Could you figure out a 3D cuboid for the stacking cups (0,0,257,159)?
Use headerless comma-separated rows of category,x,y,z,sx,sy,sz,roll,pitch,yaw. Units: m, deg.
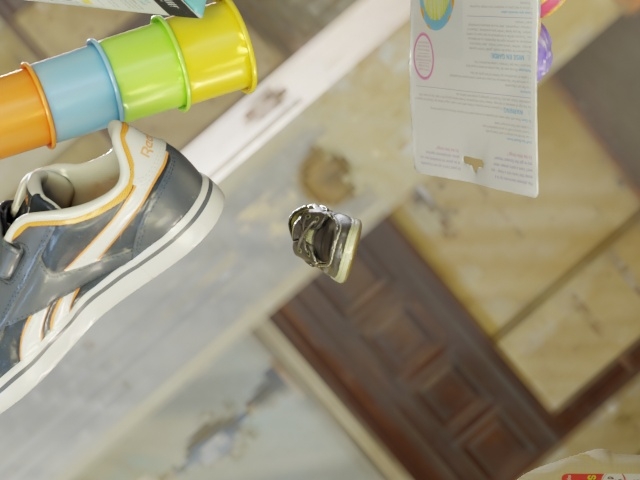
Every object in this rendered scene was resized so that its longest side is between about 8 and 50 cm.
stacking cups,-0.216,-0.124,1.612,0.096,0.316,0.096,159,90,-76

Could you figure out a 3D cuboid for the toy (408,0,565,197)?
toy,0.102,-0.151,1.031,0.137,0.056,0.237,-162,66,-64

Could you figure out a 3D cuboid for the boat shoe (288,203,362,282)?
boat shoe,0.000,0.000,1.493,0.049,0.056,0.152,17,-179,-9

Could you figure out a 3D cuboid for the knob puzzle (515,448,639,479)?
knob puzzle,0.218,0.232,1.455,0.213,0.213,0.030,-131,28,-57

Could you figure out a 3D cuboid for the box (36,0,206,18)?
box,-0.221,-0.244,1.561,0.244,0.060,0.100,8,169,20

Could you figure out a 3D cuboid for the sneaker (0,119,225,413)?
sneaker,-0.240,0.023,1.562,0.127,0.321,0.126,44,-170,-26
